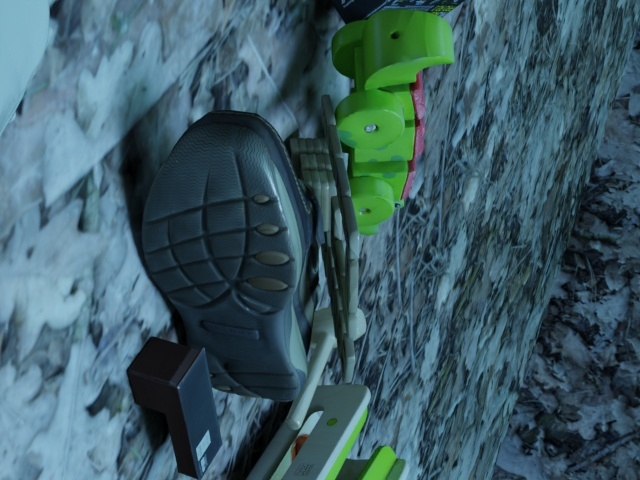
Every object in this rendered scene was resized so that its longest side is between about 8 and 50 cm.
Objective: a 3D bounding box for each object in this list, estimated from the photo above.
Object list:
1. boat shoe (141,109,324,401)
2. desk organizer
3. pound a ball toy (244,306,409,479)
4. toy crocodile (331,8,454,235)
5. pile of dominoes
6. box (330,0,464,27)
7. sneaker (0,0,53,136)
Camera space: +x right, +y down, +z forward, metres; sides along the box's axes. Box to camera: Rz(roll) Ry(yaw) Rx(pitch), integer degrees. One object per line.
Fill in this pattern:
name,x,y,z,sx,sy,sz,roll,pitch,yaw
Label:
boat shoe,-0.065,0.003,0.996,0.355,0.132,0.130,91,12,-54
desk organizer,-0.124,0.145,1.010,0.130,0.050,0.047,85,27,-42
pound a ball toy,-0.033,0.244,1.260,0.208,0.136,0.319,63,39,-25
toy crocodile,0.063,-0.112,1.182,0.340,0.105,0.115,93,-5,-58
pile of dominoes,0.000,0.000,1.089,0.251,0.040,0.196,-99,-173,-54
box,0.142,-0.305,1.216,0.060,0.216,0.270,58,25,3
sneaker,-0.189,-0.064,0.601,0.123,0.106,0.290,15,88,-68
